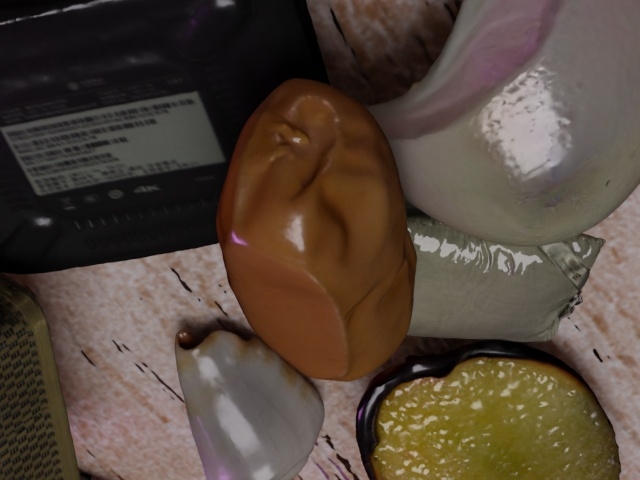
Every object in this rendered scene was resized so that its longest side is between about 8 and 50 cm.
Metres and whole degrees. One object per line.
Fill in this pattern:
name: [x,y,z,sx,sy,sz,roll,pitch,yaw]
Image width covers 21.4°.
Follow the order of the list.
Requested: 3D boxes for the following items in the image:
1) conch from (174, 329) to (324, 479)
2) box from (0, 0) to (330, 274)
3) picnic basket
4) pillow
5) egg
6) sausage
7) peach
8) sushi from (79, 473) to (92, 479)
conch: [-0.060,0.138,1.373,0.104,0.094,0.176,-16,102,27]
box: [-0.139,-0.086,1.153,0.290,0.073,0.289,-10,142,6]
picnic basket: [-0.287,0.133,1.260,0.139,0.165,0.267,-35,140,-32]
pillow: [0.105,0.021,1.267,0.181,0.078,0.134,7,135,-7]
egg: [0.148,-0.092,1.124,0.206,0.162,0.271,27,124,-20]
sausage: [0.000,0.000,1.113,0.120,0.136,0.241,15,150,18]
peach: [0.146,0.168,1.397,0.189,0.068,0.279,-37,120,16]
sushi: [-0.225,0.250,1.430,0.094,0.098,0.084,13,130,-18]
